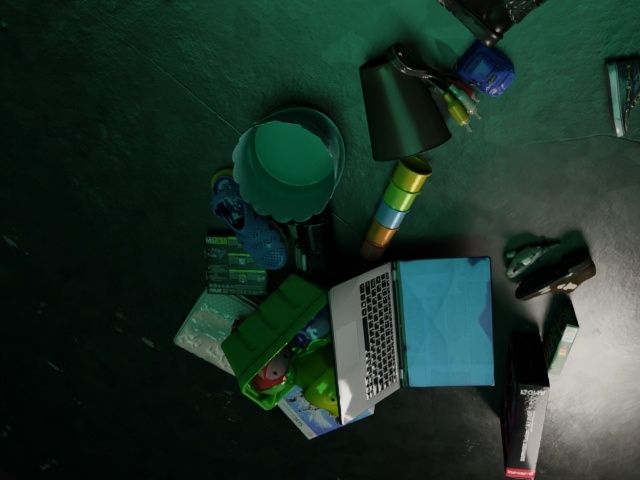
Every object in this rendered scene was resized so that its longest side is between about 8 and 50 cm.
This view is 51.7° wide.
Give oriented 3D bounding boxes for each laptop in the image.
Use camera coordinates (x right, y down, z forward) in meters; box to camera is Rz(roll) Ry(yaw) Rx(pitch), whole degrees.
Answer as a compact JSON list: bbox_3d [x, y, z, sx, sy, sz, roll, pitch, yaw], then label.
[{"bbox_3d":[0.248,0.260,1.739,0.236,0.408,0.382,7,109,43],"label":"laptop"}]

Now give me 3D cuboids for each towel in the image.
[{"bbox_3d":[-0.267,0.301,2.108,0.331,0.053,0.317,31,121,-7],"label":"towel"}]

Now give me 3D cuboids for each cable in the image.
[{"bbox_3d":[0.272,-0.379,1.522,0.072,0.139,0.287,-16,136,44],"label":"cable"}]

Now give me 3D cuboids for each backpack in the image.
[{"bbox_3d":[0.390,-0.393,1.545,0.120,0.101,0.098,32,127,-15],"label":"backpack"}]

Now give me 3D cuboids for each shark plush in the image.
[{"bbox_3d":[0.576,0.043,1.812,0.161,0.073,0.067,-40,128,7],"label":"shark plush"}]

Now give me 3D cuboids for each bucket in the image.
[{"bbox_3d":[-0.076,-0.207,1.693,0.281,0.183,0.281,5,122,8],"label":"bucket"}]

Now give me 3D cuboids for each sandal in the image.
[{"bbox_3d":[-0.206,-0.043,1.815,0.126,0.138,0.317,-35,101,15],"label":"sandal"}]

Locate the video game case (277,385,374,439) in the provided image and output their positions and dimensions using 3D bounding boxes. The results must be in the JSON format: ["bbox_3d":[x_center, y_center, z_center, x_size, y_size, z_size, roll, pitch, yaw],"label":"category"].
[{"bbox_3d":[0.001,0.518,2.180,0.269,0.061,0.244,-29,112,24],"label":"video game case"}]

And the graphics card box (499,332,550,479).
[{"bbox_3d":[0.596,0.486,1.947,0.094,0.233,0.371,4,122,9],"label":"graphics card box"}]

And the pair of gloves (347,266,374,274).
[{"bbox_3d":[0.122,0.088,1.899,0.083,0.074,0.010,-13,80,17],"label":"pair of gloves"}]

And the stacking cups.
[{"bbox_3d":[0.190,-0.082,1.783,0.096,0.096,0.316,23,127,-3],"label":"stacking cups"}]

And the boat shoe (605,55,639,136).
[{"bbox_3d":[0.718,-0.333,1.536,0.083,0.065,0.183,-10,117,18],"label":"boat shoe"}]

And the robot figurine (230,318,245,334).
[{"bbox_3d":[-0.128,0.330,2.015,0.291,0.085,0.211,6,116,8],"label":"robot figurine"}]

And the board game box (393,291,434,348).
[{"bbox_3d":[0.179,0.273,1.956,0.193,0.053,0.305,40,131,-3],"label":"board game box"}]

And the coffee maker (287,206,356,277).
[{"bbox_3d":[0.000,0.000,1.856,0.171,0.120,0.178,-13,121,-10],"label":"coffee maker"}]

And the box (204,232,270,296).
[{"bbox_3d":[-0.244,0.070,1.946,0.190,0.045,0.184,1,102,10],"label":"box"}]

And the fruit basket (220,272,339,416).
[{"bbox_3d":[-0.033,0.331,1.820,0.392,0.392,0.283,-4,152,13],"label":"fruit basket"}]

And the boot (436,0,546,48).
[{"bbox_3d":[0.358,-0.607,1.400,0.348,0.131,0.260,34,128,-22],"label":"boot"}]

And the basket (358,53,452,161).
[{"bbox_3d":[0.189,-0.329,1.594,0.204,0.154,0.227,-12,114,21],"label":"basket"}]

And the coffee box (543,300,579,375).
[{"bbox_3d":[0.681,0.279,1.878,0.040,0.113,0.184,9,123,4],"label":"coffee box"}]

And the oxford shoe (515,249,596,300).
[{"bbox_3d":[0.646,0.120,1.810,0.227,0.083,0.096,-28,116,25],"label":"oxford shoe"}]
